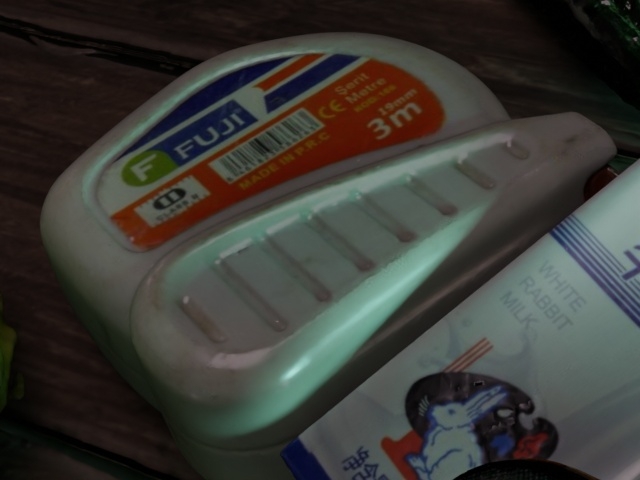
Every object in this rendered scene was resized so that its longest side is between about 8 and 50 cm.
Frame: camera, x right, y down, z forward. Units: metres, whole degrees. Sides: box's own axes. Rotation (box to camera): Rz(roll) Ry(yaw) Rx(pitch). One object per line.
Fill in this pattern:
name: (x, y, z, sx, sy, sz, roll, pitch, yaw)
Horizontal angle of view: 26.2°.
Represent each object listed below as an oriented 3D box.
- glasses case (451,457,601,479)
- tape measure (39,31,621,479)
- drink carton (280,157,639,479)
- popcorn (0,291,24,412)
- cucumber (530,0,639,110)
glasses case: (0.033, 0.232, 0.511, 0.122, 0.082, 0.321, 33, 98, 39)
tape measure: (0.000, 0.000, 0.755, 0.258, 0.130, 0.265, -34, 47, -17)
drink carton: (0.149, 0.061, 0.641, 0.315, 0.106, 0.130, -39, 54, -1)
popcorn: (-0.280, 0.071, 0.725, 0.236, 0.206, 0.252, 13, 73, 4)
cucumber: (0.173, -0.156, 0.869, 0.077, 0.077, 0.265, -27, 53, -8)
